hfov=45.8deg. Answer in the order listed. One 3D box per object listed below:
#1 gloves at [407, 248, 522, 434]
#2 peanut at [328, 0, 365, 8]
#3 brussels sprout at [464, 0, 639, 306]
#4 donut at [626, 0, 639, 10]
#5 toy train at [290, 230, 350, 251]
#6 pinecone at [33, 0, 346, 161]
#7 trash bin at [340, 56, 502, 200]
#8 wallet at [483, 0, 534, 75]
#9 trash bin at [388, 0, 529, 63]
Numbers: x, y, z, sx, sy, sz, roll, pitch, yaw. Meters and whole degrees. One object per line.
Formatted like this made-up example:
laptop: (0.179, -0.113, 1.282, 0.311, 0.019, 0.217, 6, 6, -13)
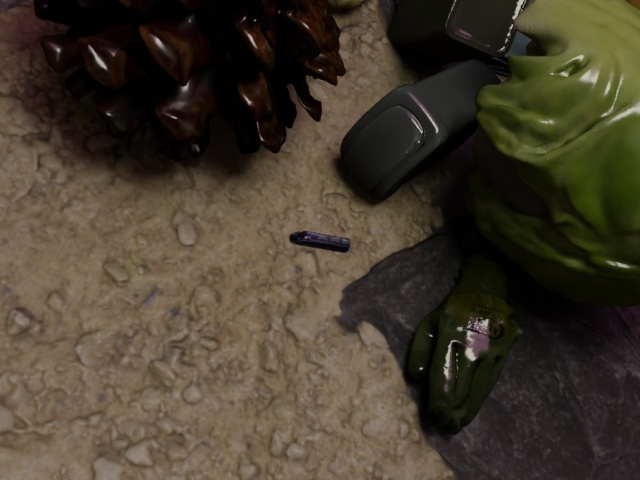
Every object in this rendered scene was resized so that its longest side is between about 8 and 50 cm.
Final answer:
gloves: (0.194, 0.123, 0.998, 0.135, 0.107, 0.268, 11, 57, 17)
peanut: (0.061, -0.512, 1.252, 0.152, 0.152, 0.313, 28, 53, -9)
brussels sprout: (0.392, -0.096, 0.987, 0.361, 0.425, 0.342, 28, 74, 23)
donut: (0.690, -0.368, 1.428, 0.448, 0.198, 0.449, 13, 58, -22)
toy train: (0.000, 0.000, 1.020, 0.083, 0.017, 0.017, 9, 59, -20)
pinecone: (-0.152, -0.276, 0.910, 0.397, 0.398, 0.398, 11, 60, -19)
trash bin: (0.141, -0.158, 1.079, 0.236, 0.177, 0.101, -32, 79, -39)
wallet: (0.385, -0.394, 1.393, 0.290, 0.054, 0.251, 11, 61, -21)
trash bin: (0.216, -0.365, 1.154, 0.122, 0.240, 0.164, 19, 97, -16)
